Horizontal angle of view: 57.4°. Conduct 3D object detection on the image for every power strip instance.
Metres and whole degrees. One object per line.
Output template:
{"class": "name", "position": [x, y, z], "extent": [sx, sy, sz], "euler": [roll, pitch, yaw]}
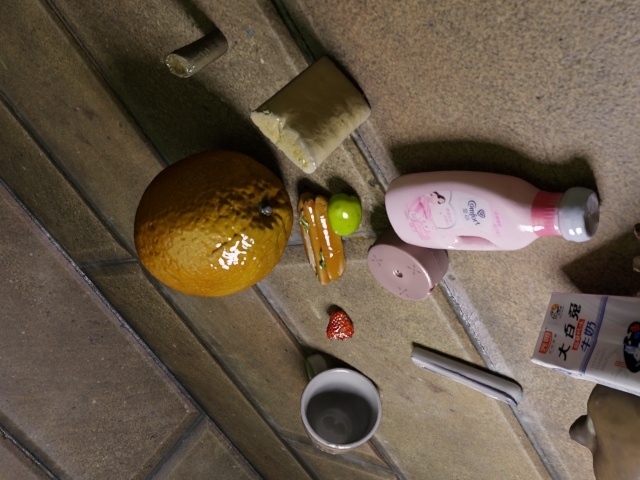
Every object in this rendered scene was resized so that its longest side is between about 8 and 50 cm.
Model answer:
{"class": "power strip", "position": [0.170, 0.040, 1.156], "extent": [0.154, 0.078, 0.154], "euler": [30, 148, 21]}

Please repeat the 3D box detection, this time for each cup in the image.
{"class": "cup", "position": [0.028, 0.491, 1.737], "extent": [0.301, 0.227, 0.257], "euler": [62, 160, 25]}

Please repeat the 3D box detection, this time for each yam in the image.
{"class": "yam", "position": [-0.224, -0.345, 1.082], "extent": [0.054, 0.132, 0.054], "euler": [20, 135, 21]}

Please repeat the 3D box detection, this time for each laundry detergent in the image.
{"class": "laundry detergent", "position": [0.267, -0.044, 0.948], "extent": [0.335, 0.088, 0.159], "euler": [5, 137, 43]}

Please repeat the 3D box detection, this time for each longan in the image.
{"class": "longan", "position": [0.557, 0.330, 0.935], "extent": [0.300, 0.243, 0.300], "euler": [24, 128, 36]}

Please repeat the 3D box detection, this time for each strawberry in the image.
{"class": "strawberry", "position": [0.051, 0.219, 1.515], "extent": [0.073, 0.073, 0.083], "euler": [0, 93, 46]}

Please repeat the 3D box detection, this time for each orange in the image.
{"class": "orange", "position": [-0.226, -0.035, 1.266], "extent": [0.357, 0.322, 0.322], "euler": [-8, 122, 44]}

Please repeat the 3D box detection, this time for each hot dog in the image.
{"class": "hot dog", "position": [0.000, 0.000, 1.299], "extent": [0.100, 0.068, 0.249], "euler": [20, 141, 32]}

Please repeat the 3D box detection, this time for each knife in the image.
{"class": "knife", "position": [0.330, 0.313, 1.340], "extent": [0.265, 0.040, 0.073], "euler": [18, 151, 33]}

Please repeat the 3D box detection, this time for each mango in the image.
{"class": "mango", "position": [0.048, -0.050, 1.195], "extent": [0.073, 0.056, 0.108], "euler": [9, 141, 1]}

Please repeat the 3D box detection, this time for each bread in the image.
{"class": "bread", "position": [-0.009, -0.212, 0.962], "extent": [0.139, 0.178, 0.060], "euler": [43, 149, -5]}

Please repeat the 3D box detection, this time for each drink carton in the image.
{"class": "drink carton", "position": [0.439, 0.150, 0.834], "extent": [0.106, 0.131, 0.315], "euler": [23, 174, -10]}

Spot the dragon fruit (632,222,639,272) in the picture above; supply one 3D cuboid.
{"class": "dragon fruit", "position": [0.499, 0.017, 0.731], "extent": [0.262, 0.134, 0.211], "euler": [21, -179, -39]}
